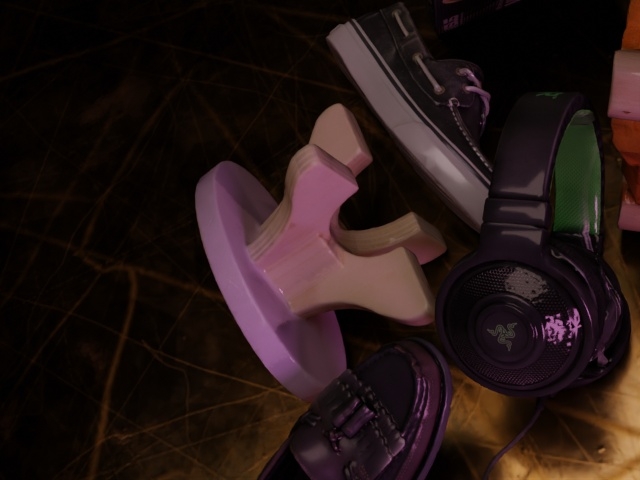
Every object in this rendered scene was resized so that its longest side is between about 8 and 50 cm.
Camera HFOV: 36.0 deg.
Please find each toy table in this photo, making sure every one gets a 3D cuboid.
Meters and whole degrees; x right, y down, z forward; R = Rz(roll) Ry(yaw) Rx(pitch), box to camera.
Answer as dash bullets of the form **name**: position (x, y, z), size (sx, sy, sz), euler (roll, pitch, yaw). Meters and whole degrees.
- **toy table**: position (0.000, 0.000, 0.957), size (0.161, 0.252, 0.274), euler (-34, 68, 19)

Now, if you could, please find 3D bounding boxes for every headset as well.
- **headset**: position (0.215, 0.070, 0.845), size (0.185, 0.243, 0.394), euler (7, 88, 27)

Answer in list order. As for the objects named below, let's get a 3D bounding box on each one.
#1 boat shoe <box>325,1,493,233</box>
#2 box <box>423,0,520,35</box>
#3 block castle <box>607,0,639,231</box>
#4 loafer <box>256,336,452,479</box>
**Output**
- **boat shoe**: position (0.120, -0.150, 1.046), size (0.119, 0.121, 0.335), euler (-35, 56, 5)
- **box**: position (0.207, -0.296, 1.011), size (0.216, 0.270, 0.060), euler (-22, 90, 8)
- **block castle**: position (0.406, -0.225, 0.878), size (0.213, 0.303, 0.453), euler (10, 69, 22)
- **loafer**: position (0.001, 0.207, 0.840), size (0.109, 0.095, 0.302), euler (52, 121, 36)
